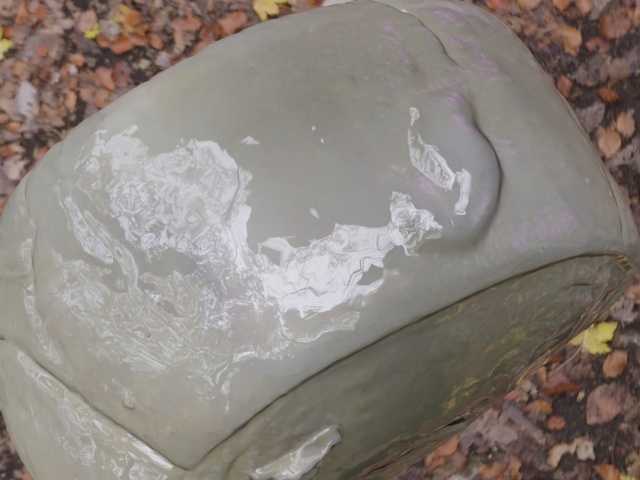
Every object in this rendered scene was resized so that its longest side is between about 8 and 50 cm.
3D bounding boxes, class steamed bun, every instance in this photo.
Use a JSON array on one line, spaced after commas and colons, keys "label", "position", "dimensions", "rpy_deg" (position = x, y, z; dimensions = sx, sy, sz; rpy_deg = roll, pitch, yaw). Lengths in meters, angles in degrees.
[{"label": "steamed bun", "position": [-0.003, -0.001, 0.516], "dimensions": [0.383, 0.236, 0.247], "rpy_deg": [-23, 63, -17]}]

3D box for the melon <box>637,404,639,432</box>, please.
[{"label": "melon", "position": [0.340, 0.214, 0.902], "dimensions": [0.053, 0.262, 0.114], "rpy_deg": [5, 65, 36]}]
